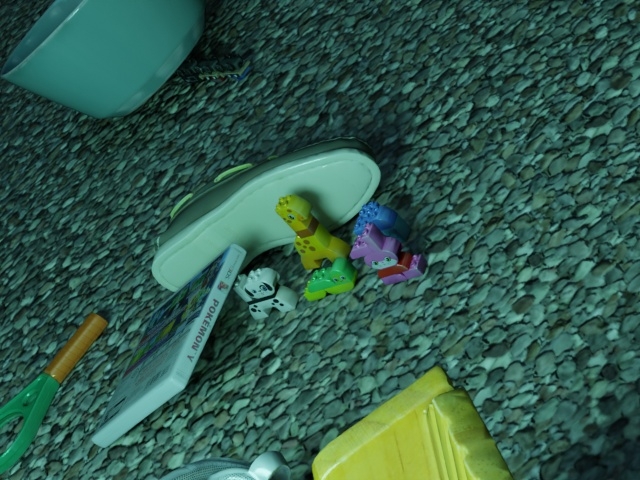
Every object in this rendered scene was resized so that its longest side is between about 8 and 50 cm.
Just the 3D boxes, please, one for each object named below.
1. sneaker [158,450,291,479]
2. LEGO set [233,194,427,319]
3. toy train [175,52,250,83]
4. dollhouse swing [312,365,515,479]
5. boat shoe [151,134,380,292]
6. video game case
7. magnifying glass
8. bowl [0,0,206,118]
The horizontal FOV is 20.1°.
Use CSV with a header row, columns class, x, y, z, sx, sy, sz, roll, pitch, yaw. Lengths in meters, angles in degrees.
class,x,y,z,sx,sy,sz,roll,pitch,yaw
sneaker,-0.151,0.303,1.455,0.366,0.137,0.210,-43,-12,-16
LEGO set,0.000,0.000,1.854,0.227,0.093,0.087,-18,38,38
toy train,-0.140,-0.223,2.378,0.158,0.036,0.027,2,51,55
dollhouse swing,0.012,0.323,1.224,0.305,0.315,0.347,-16,30,-4
boat shoe,-0.062,-0.043,1.973,0.305,0.109,0.091,-29,37,31
video game case,-0.160,0.113,1.914,0.201,0.023,0.183,-39,22,51
magnifying glass,-0.326,0.179,2.095,0.231,0.026,0.092,-54,31,-15
bowl,-0.272,-0.286,2.456,0.311,0.163,0.311,-44,17,17
